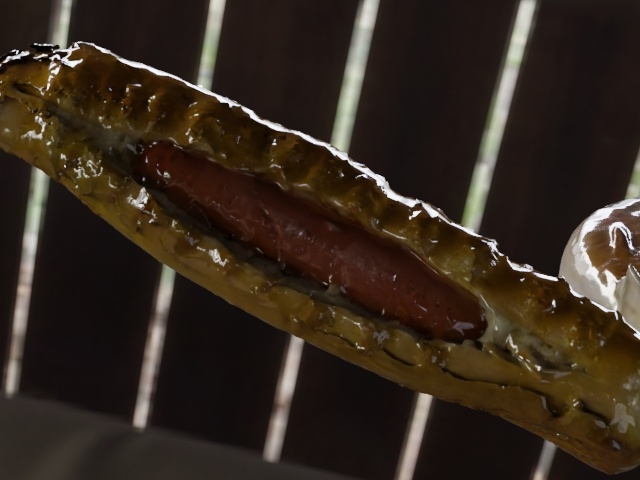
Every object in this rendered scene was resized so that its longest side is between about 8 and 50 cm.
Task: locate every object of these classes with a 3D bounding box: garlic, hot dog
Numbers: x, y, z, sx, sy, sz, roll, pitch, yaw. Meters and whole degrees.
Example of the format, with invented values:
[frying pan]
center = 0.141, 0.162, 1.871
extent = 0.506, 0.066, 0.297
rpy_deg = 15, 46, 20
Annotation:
[garlic]
center = 0.204, 0.023, 0.910
extent = 0.198, 0.090, 0.128
rpy_deg = -4, 8, -28
[hot dog]
center = 0.000, 0.000, 0.697
extent = 0.289, 0.068, 0.083
rpy_deg = 26, 3, 12
